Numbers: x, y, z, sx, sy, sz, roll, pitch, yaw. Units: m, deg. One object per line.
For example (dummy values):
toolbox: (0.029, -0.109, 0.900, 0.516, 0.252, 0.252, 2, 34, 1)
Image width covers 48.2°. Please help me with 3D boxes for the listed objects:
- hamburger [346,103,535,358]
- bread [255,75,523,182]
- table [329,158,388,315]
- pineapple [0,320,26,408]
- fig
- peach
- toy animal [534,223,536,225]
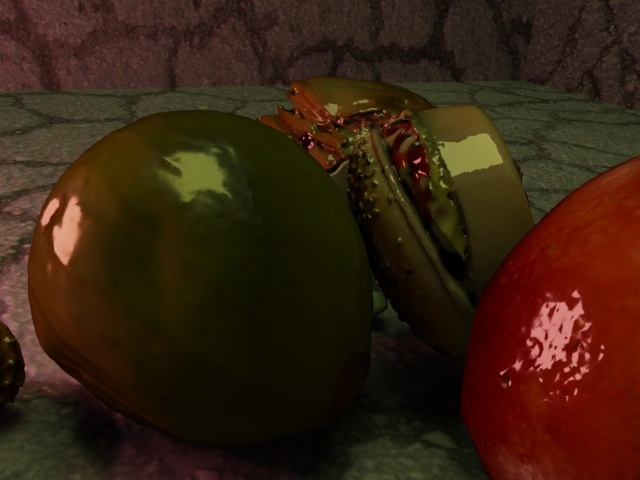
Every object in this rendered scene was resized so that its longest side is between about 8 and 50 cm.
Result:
hamburger: (0.132, -0.011, 0.798, 0.176, 0.300, 0.300, -21, 22, 5)
bread: (0.093, -0.140, 1.105, 0.314, 0.191, 0.370, -6, 24, -37)
table: (0.000, 0.000, 0.942, 0.167, 0.198, 0.166, -6, 28, 3)
pineapple: (-0.391, 0.157, 0.623, 0.130, 0.118, 0.277, 7, 22, 26)
fig: (-0.100, 0.040, 0.708, 0.344, 0.343, 0.343, 3, 22, -1)
peach: (0.300, 0.106, 0.559, 0.389, 0.387, 0.388, 3, 22, -1)
toy animal: (0.263, 0.067, 0.966, 0.219, 0.103, 0.101, -27, 57, -24)
